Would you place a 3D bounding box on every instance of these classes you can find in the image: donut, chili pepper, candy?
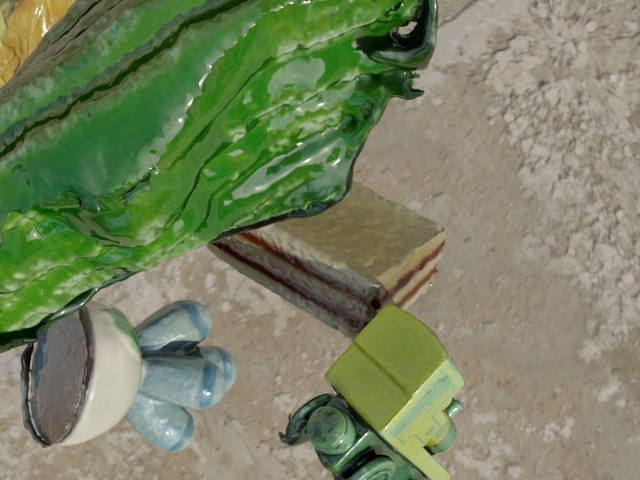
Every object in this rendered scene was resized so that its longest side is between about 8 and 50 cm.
[{"bbox_3d":[-0.417,-0.372,1.285,0.360,0.360,0.170,-24,122,21],"label":"donut"},{"bbox_3d":[-0.106,-0.076,0.518,0.385,0.213,0.167,-29,77,8],"label":"chili pepper"},{"bbox_3d":[0.000,0.000,1.172,0.320,0.179,0.135,28,136,24],"label":"candy"}]

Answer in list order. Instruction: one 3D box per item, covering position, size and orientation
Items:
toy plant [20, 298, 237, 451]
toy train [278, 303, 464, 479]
[{"bbox_3d":[-0.277,0.210,1.282,0.247,0.332,0.247,-16,69,48],"label":"toy plant"},{"bbox_3d":[0.103,0.260,1.095,0.237,0.369,0.150,-45,56,-5],"label":"toy train"}]
